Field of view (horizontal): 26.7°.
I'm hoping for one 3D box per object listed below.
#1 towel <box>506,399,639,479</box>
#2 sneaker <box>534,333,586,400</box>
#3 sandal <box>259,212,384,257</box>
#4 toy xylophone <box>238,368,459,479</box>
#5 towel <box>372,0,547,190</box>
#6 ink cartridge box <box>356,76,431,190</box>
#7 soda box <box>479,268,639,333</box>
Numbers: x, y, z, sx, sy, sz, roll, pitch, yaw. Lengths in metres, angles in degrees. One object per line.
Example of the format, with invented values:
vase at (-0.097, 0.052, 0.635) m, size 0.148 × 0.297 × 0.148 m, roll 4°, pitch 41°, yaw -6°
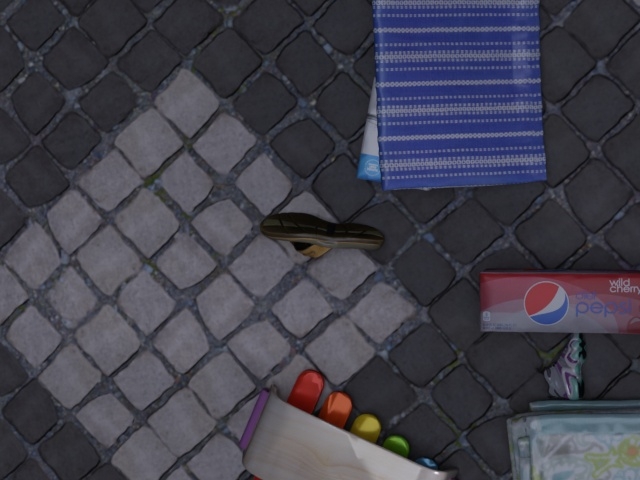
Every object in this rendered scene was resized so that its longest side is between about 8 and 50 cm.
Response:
towel at (0.446, 0.378, 1.829) m, size 0.374 × 0.090 × 0.321 m, roll -2°, pitch 95°, yaw 12°
sneaker at (0.330, 0.171, 1.865) m, size 0.069 × 0.038 × 0.098 m, roll -3°, pitch 70°, yaw 31°
sandal at (0.000, 0.000, 1.914) m, size 0.180 × 0.072 × 0.049 m, roll 8°, pitch 116°, yaw 7°
toy xylophone at (0.020, 0.345, 1.913) m, size 0.322 × 0.081 × 0.236 m, roll 32°, pitch 98°, yaw 8°
towel at (0.191, -0.239, 1.821) m, size 0.243 × 0.040 × 0.336 m, roll -3°, pitch 93°, yaw -15°
ink cartridge box at (0.118, -0.166, 1.878) m, size 0.104 × 0.060 × 0.180 m, roll 10°, pitch 94°, yaw 11°
soda box at (0.349, 0.081, 1.828) m, size 0.263 × 0.092 × 0.083 m, roll 0°, pitch 92°, yaw 12°
